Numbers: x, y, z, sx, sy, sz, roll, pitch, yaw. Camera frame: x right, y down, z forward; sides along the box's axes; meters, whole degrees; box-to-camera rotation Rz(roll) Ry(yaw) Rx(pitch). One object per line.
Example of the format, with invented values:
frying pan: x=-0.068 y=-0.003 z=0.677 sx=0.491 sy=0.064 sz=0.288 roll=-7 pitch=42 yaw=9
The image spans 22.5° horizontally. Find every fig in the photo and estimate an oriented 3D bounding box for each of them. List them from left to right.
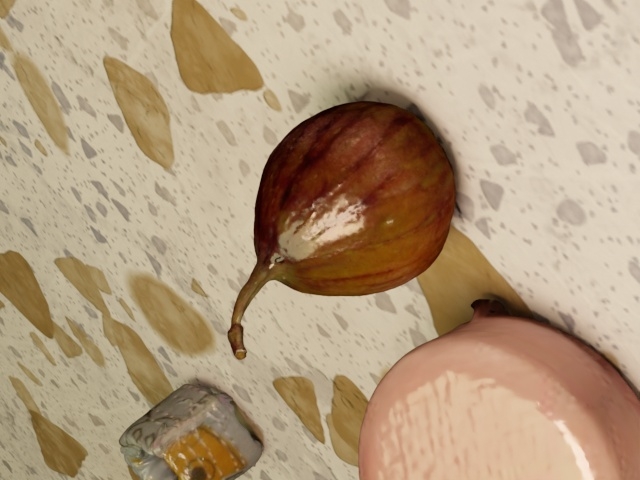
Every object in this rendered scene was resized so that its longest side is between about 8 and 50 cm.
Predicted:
fig: x=0.008 y=-0.022 z=1.241 sx=0.149 sy=0.202 sz=0.148 roll=-43 pitch=-70 yaw=-81

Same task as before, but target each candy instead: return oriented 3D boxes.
candy: x=0.143 y=0.176 z=1.262 sx=0.255 sy=0.094 sz=0.255 roll=11 pitch=108 yaw=35

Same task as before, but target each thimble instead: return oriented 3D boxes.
thimble: x=-0.155 y=0.244 z=1.904 sx=0.127 sy=0.118 sz=0.151 roll=57 pitch=155 yaw=-13
